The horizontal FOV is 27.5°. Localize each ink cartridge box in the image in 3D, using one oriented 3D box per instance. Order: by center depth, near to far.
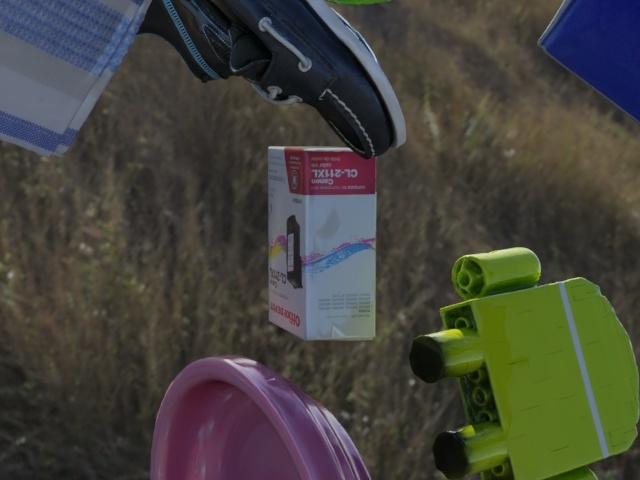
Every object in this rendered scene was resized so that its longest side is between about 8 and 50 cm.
[{"bbox_3d":[0.000,0.000,1.227,0.072,0.175,0.127,-1,5,-18],"label":"ink cartridge box"}]

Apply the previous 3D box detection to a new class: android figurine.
[{"bbox_3d":[0.196,0.126,1.182,0.272,0.056,0.248,-10,83,-42],"label":"android figurine"}]

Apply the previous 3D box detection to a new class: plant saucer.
[{"bbox_3d":[-0.041,0.259,1.118,0.084,0.332,0.332,-8,42,-31],"label":"plant saucer"}]

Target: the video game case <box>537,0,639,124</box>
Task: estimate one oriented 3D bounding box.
[{"bbox_3d":[0.244,-0.055,0.474,0.269,0.061,0.244,39,43,7],"label":"video game case"}]

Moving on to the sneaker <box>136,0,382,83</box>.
[{"bbox_3d":[-0.085,-0.248,1.585,0.340,0.140,0.125,28,23,-7],"label":"sneaker"}]

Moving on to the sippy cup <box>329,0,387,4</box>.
[{"bbox_3d":[0.038,-0.376,1.121,0.240,0.224,0.305,-70,141,-59],"label":"sippy cup"}]

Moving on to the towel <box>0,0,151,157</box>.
[{"bbox_3d":[-0.193,-0.203,0.946,0.034,0.285,0.209,35,7,31],"label":"towel"}]

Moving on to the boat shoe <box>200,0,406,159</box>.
[{"bbox_3d":[-0.038,-0.163,1.014,0.302,0.091,0.114,52,-12,-30],"label":"boat shoe"}]
